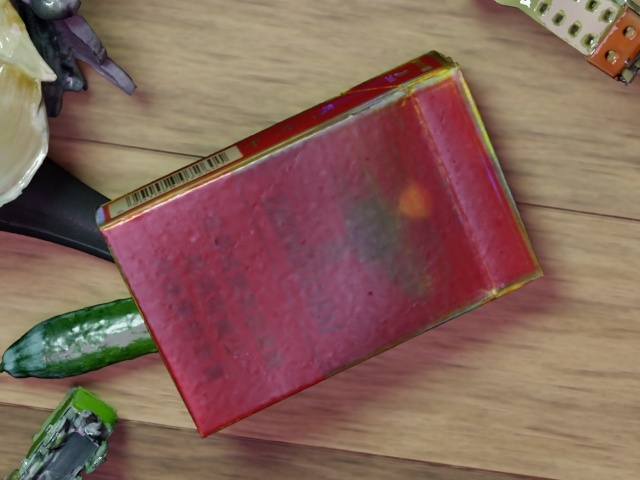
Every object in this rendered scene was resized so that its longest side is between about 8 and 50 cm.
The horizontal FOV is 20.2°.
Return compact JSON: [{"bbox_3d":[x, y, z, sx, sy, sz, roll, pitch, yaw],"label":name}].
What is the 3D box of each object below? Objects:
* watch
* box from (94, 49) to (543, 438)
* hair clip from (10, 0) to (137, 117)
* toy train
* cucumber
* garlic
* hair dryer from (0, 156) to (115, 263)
[{"bbox_3d":[0.215,-0.167,1.373,0.268,0.165,0.102,39,106,11],"label":"watch"},{"bbox_3d":[0.000,0.001,1.460,0.313,0.089,0.197,-25,106,-2],"label":"box"},{"bbox_3d":[-0.223,-0.168,1.412,0.146,0.187,0.056,31,67,23],"label":"hair clip"},{"bbox_3d":[-0.248,0.215,1.569,0.060,0.081,0.202,35,113,-10],"label":"toy train"},{"bbox_3d":[-0.174,0.079,1.530,0.250,0.056,0.056,-14,108,3],"label":"cucumber"},{"bbox_3d":[-0.316,-0.124,1.346,0.178,0.143,0.229,-41,127,-21],"label":"garlic"},{"bbox_3d":[-0.298,0.022,1.518,0.235,0.091,0.272,26,120,-16],"label":"hair dryer"}]
